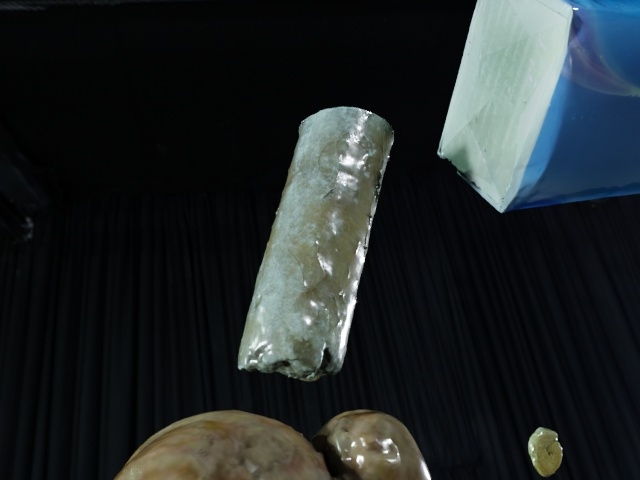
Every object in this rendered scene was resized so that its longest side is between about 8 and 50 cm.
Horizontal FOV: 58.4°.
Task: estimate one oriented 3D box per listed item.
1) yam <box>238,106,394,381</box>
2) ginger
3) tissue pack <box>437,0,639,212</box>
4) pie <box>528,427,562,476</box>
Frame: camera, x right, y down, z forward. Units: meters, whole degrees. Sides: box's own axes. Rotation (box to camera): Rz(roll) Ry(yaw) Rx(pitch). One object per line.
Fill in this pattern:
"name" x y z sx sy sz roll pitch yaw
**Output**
"yam" 0.000 0.000 0.508 0.093 0.259 0.093 11 -26 6
"ginger" -0.064 0.225 0.360 0.245 0.155 0.304 33 -86 -36
"tissue pack" 0.281 -0.150 0.565 0.263 0.146 0.198 -8 -50 -20
"pie" 0.401 0.377 1.022 0.084 0.084 0.020 8 -13 -31
